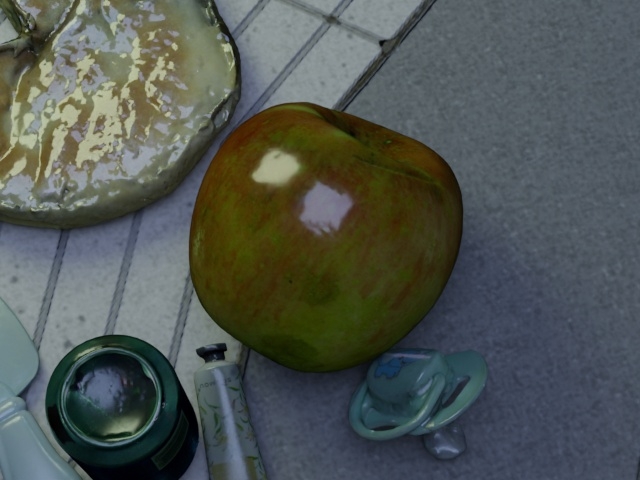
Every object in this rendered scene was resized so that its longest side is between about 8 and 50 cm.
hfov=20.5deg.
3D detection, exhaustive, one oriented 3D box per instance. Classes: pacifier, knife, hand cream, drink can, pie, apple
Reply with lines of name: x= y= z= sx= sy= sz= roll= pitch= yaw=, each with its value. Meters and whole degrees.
pacifier: x=0.094 y=0.158 z=1.615 sx=0.127 sy=0.150 sz=0.117 roll=-51 pitch=123 yaw=-38
knife: x=-0.297 y=0.129 z=1.654 sx=0.080 sy=0.044 sz=0.331 roll=-25 pitch=72 yaw=-8
hand cream: x=-0.082 y=0.191 z=1.633 sx=0.067 sy=0.042 sz=0.194 roll=-12 pitch=78 yaw=-6
drink can: x=-0.170 y=0.159 z=1.556 sx=0.118 sy=0.205 sz=0.118 roll=0 pitch=72 yaw=1
pie: x=-0.237 y=-0.158 z=1.718 sx=0.337 sy=0.075 sz=0.338 roll=2 pitch=74 yaw=-6
apple: x=0.000 y=0.000 z=1.617 sx=0.246 sy=0.246 sz=0.226 roll=27 pitch=105 yaw=7
